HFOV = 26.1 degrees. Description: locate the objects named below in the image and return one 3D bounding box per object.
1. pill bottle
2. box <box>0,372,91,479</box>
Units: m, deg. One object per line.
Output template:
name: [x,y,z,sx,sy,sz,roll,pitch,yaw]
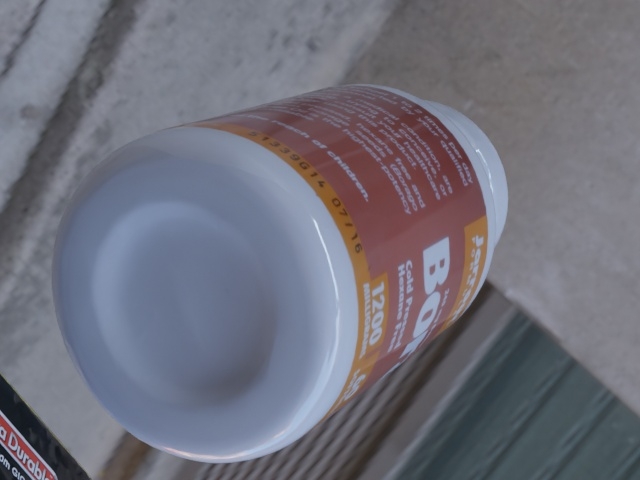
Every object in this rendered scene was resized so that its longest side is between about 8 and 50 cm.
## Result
pill bottle: [0.000,0.000,0.565,0.121,0.121,0.216,-58,165,25]
box: [-0.187,0.072,0.360,0.079,0.257,0.322,-20,124,18]
